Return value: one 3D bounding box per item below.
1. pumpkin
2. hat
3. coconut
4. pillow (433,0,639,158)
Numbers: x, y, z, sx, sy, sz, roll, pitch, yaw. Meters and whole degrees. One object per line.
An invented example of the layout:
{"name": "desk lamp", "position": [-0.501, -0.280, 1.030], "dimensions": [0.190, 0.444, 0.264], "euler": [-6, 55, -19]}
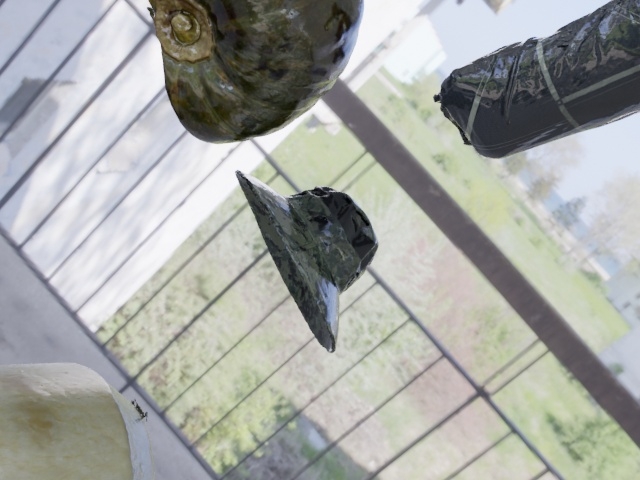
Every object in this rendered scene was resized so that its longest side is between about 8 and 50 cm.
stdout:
{"name": "pumpkin", "position": [-0.061, -0.276, 0.898], "dimensions": [0.242, 0.232, 0.324], "euler": [-69, 153, -50]}
{"name": "hat", "position": [0.000, 0.000, 1.009], "dimensions": [0.265, 0.128, 0.265], "euler": [56, -12, 18]}
{"name": "coconut", "position": [-0.356, 0.290, 0.884], "dimensions": [0.323, 0.323, 0.323], "euler": [43, 16, -15]}
{"name": "pillow", "position": [0.299, -0.191, 0.892], "dimensions": [0.161, 0.335, 0.092], "euler": [39, 46, -42]}
